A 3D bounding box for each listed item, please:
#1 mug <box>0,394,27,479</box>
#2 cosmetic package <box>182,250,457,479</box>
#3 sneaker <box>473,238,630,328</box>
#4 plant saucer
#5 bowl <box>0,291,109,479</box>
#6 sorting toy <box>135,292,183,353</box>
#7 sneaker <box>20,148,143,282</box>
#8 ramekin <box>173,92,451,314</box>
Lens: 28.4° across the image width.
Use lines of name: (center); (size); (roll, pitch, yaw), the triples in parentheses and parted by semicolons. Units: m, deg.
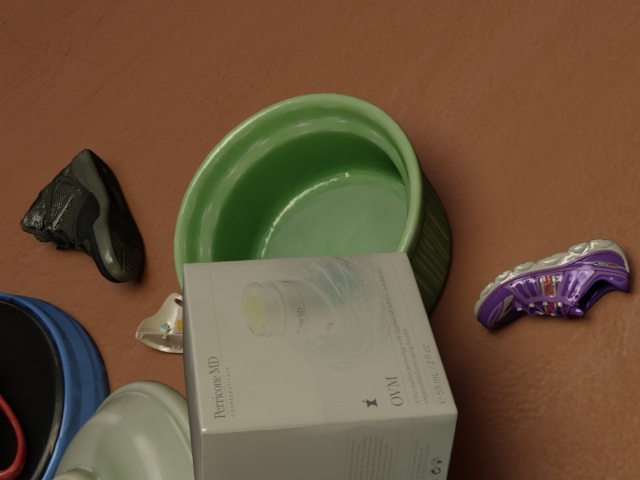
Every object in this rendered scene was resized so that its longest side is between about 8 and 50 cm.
mug: (-0.432, 0.229, 1.510); (0.113, 0.150, 0.169); (-46, 37, 49)
cosmetic package: (-0.011, 0.133, 1.177); (0.225, 0.138, 0.224); (-4, 39, -8)
sneaker: (0.242, 0.056, 1.326); (0.170, 0.068, 0.071); (-24, 63, 16)
plant saucer: (-0.218, 0.344, 1.294); (0.400, 0.100, 0.400); (-9, 79, 56)
bowl: (-0.448, 0.245, 1.605); (0.391, 0.077, 0.391); (-13, 60, 23)
sorting toy: (-0.172, 0.097, 1.550); (0.083, 0.045, 0.075); (1, 59, 30)
sneaker: (-0.311, -0.007, 1.652); (0.130, 0.087, 0.227); (-38, 51, 10)
ramekin: (0.000, 0.000, 1.434); (0.303, 0.148, 0.303); (-12, 61, 23)
